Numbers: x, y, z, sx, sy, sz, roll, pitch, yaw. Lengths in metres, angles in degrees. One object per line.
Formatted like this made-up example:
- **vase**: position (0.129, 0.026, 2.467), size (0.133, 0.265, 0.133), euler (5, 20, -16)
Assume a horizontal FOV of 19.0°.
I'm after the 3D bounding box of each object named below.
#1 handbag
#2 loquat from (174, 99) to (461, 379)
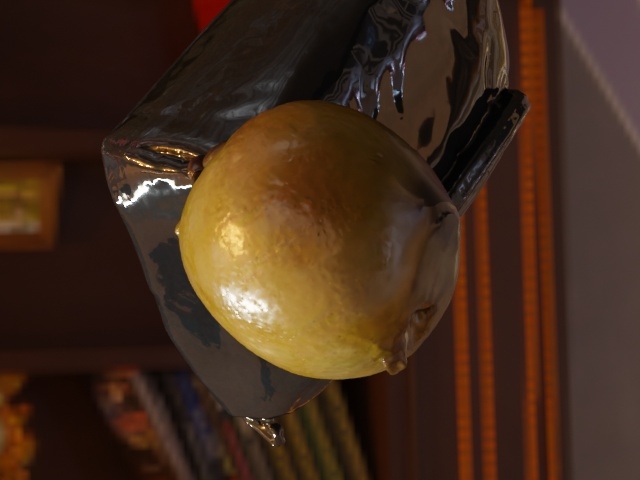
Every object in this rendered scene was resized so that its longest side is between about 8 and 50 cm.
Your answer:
- **handbag**: position (0.023, -0.041, 1.239), size (0.178, 0.275, 0.302), euler (8, -133, 34)
- **loquat**: position (0.000, 0.000, 0.989), size (0.163, 0.163, 0.137), euler (2, 131, -52)
